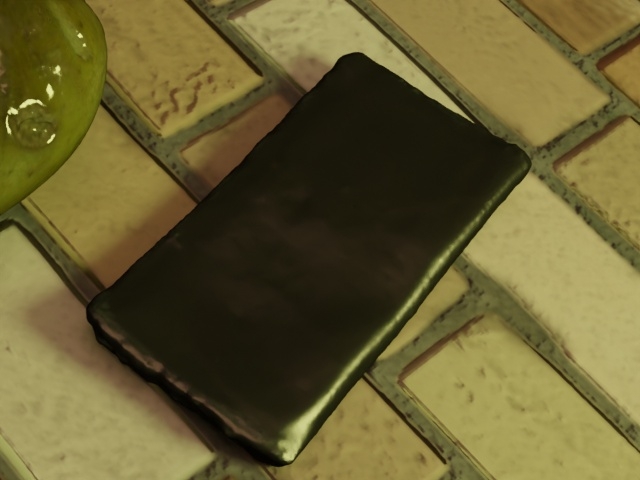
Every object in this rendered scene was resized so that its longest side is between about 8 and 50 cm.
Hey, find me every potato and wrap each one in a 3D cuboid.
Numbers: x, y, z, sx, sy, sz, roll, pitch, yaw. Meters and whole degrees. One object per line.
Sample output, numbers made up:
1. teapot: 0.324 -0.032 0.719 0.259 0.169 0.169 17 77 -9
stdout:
1. potato: -0.228 -0.091 0.707 0.228 0.148 0.197 -21 49 -22

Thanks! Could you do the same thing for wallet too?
1. wallet: 0.000 0.000 0.772 0.146 0.030 0.285 37 57 8
